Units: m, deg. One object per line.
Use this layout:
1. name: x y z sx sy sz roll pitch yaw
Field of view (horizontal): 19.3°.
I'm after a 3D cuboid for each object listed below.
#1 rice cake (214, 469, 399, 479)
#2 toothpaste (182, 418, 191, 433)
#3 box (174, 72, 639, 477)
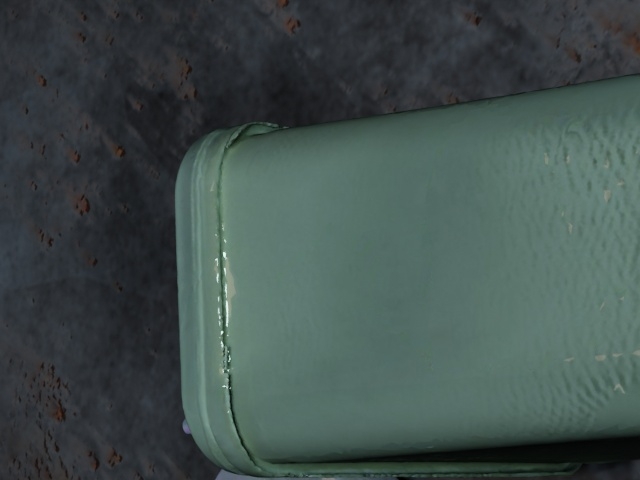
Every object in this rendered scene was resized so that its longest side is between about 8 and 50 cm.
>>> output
1. rice cake: -0.062 0.238 1.273 0.106 0.050 0.298 43 114 22
2. toothpaste: -0.025 0.120 1.288 0.170 0.028 0.045 -9 86 33
3. box: 0.168 0.027 0.942 0.344 0.352 0.177 -7 80 36
